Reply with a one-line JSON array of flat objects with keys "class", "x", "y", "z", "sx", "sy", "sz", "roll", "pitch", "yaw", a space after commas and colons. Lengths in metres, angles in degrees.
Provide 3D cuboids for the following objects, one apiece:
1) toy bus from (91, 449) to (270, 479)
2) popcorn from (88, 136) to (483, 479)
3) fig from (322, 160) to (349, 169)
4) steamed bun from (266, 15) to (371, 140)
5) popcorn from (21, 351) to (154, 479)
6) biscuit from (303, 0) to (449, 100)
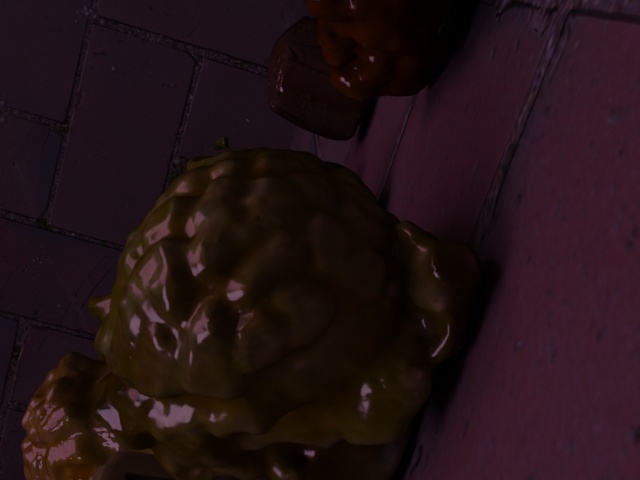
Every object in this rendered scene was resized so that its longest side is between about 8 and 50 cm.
[{"class": "toy bus", "x": -0.135, "y": 0.326, "z": 0.690, "sx": 0.365, "sy": 0.201, "sz": 0.177, "roll": 114, "pitch": 168, "yaw": -48}, {"class": "popcorn", "x": -0.017, "y": 0.052, "z": 0.494, "sx": 0.206, "sy": 0.251, "sz": 0.237, "roll": -49, "pitch": -50, "yaw": -47}, {"class": "fig", "x": 0.000, "y": 0.000, "z": 0.804, "sx": 0.177, "sy": 0.117, "sz": 0.117, "roll": 86, "pitch": -167, "yaw": -59}, {"class": "steamed bun", "x": 0.000, "y": -0.214, "z": 1.061, "sx": 0.106, "sy": 0.144, "sz": 0.175, "roll": 113, "pitch": 175, "yaw": -50}, {"class": "popcorn", "x": -0.233, "y": 0.258, "z": 1.120, "sx": 0.349, "sy": 0.349, "sz": 0.382, "roll": -84, "pitch": 17, "yaw": -53}, {"class": "biscuit", "x": 0.060, "y": -0.299, "z": 0.642, "sx": 0.318, "sy": 0.110, "sz": 0.312, "roll": 69, "pitch": -151, "yaw": -56}]
